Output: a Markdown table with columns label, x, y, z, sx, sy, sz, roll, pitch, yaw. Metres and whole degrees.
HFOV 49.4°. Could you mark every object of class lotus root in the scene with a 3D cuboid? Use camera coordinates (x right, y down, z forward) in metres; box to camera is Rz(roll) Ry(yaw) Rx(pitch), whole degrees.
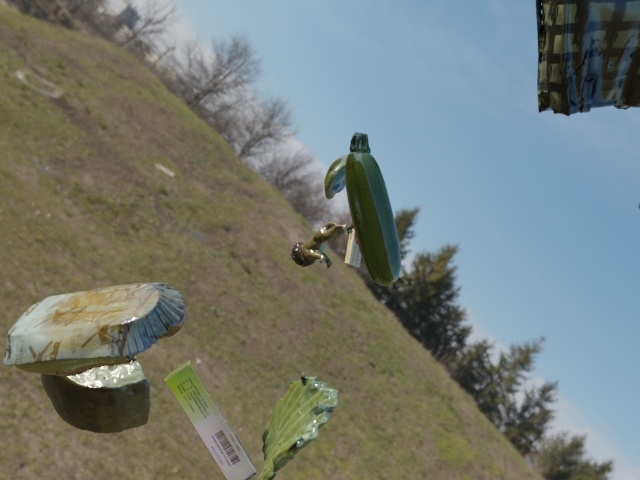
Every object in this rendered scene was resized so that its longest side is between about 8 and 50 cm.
| label | x | y | z | sx | sy | sz | roll | pitch | yaw |
| --- | --- | --- | --- | --- | --- | --- | --- | --- | --- |
| lotus root | -0.392 | 0.221 | 1.178 | 0.235 | 0.138 | 0.119 | 38 | -41 | 28 |

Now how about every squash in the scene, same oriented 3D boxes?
| label | x | y | z | sx | sy | sz | roll | pitch | yaw |
| --- | --- | --- | --- | --- | --- | --- | --- | --- | --- |
| squash | 0.079 | -0.042 | 1.089 | 0.066 | 0.066 | 0.252 | -143 | -143 | -70 |

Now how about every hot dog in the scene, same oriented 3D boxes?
| label | x | y | z | sx | sy | sz | roll | pitch | yaw |
| --- | --- | --- | --- | --- | --- | --- | --- | --- | --- |
| hot dog | -0.314 | 0.124 | 0.960 | 0.163 | 0.270 | 0.082 | -59 | 136 | -54 |

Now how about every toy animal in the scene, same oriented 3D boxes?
| label | x | y | z | sx | sy | sz | roll | pitch | yaw |
| --- | --- | --- | --- | --- | --- | --- | --- | --- | --- |
| toy animal | 0.010 | 0.014 | 1.562 | 0.069 | 0.219 | 0.086 | -14 | 74 | -53 |

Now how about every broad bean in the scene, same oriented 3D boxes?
| label | x | y | z | sx | sy | sz | roll | pitch | yaw |
| --- | --- | --- | --- | --- | --- | --- | --- | --- | --- |
| broad bean | 0.057 | -0.204 | 2.211 | 0.072 | 0.153 | 0.207 | 23 | 10 | -3 |

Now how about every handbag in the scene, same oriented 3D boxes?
| label | x | y | z | sx | sy | sz | roll | pitch | yaw |
| --- | --- | --- | --- | --- | --- | --- | --- | --- | --- |
| handbag | 0.643 | -0.448 | 1.548 | 0.162 | 0.325 | 0.327 | -125 | -149 | -69 |

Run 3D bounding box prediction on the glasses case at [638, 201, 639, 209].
| label | x | y | z | sx | sy | sz | roll | pitch | yaw |
| --- | --- | --- | --- | --- | --- | --- | --- | --- | --- |
| glasses case | 0.779 | -0.074 | 1.654 | 0.033 | 0.023 | 0.083 | 38 | 13 | 4 |

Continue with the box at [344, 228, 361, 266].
| label | x | y | z | sx | sy | sz | roll | pitch | yaw |
| --- | --- | --- | --- | --- | --- | --- | --- | --- | --- |
| box | 0.090 | 0.020 | 1.828 | 0.015 | 0.093 | 0.058 | 5 | -10 | 34 |

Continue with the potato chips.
| label | x | y | z | sx | sy | sz | roll | pitch | yaw |
| --- | --- | --- | --- | --- | --- | --- | --- | --- | --- |
| potato chips | -0.092 | 0.544 | 1.915 | 0.097 | 0.389 | 0.373 | 32 | 31 | -9 |

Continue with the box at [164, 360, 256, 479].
| label | x | y | z | sx | sy | sz | roll | pitch | yaw |
| --- | --- | --- | --- | --- | --- | --- | --- | --- | --- |
| box | -0.231 | 0.379 | 1.457 | 0.260 | 0.062 | 0.175 | 58 | -12 | 1 |
